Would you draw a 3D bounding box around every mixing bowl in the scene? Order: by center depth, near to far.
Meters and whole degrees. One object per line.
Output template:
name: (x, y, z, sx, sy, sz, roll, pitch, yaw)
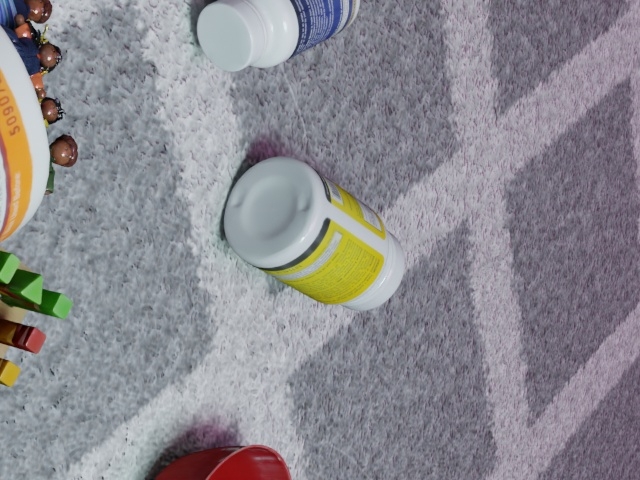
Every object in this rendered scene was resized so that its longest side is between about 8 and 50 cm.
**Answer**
mixing bowl: (-0.119, 0.286, 1.503, 0.181, 0.098, 0.181, -18, 113, -51)

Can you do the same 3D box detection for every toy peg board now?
toy peg board: (-0.293, 0.069, 1.214, 0.161, 0.079, 0.160, 47, 61, -49)

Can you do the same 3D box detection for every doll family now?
doll family: (-0.253, -0.135, 1.222, 0.111, 0.076, 0.193, -15, 108, -47)

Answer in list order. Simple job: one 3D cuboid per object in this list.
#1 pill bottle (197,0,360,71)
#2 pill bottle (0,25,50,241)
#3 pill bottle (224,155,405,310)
pill bottle: (-0.043, -0.227, 1.471, 0.169, 0.094, 0.094, -35, 126, -45)
pill bottle: (-0.383, -0.016, 0.939, 0.392, 0.224, 0.224, -39, 129, -43)
pill bottle: (0.000, 0.000, 1.575, 0.208, 0.119, 0.119, 33, 72, -53)
